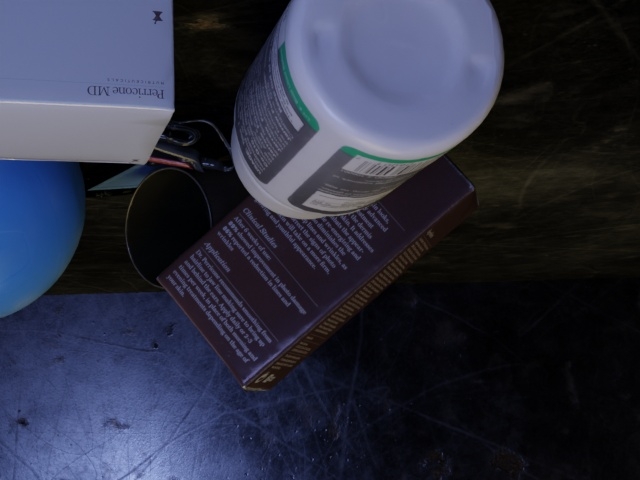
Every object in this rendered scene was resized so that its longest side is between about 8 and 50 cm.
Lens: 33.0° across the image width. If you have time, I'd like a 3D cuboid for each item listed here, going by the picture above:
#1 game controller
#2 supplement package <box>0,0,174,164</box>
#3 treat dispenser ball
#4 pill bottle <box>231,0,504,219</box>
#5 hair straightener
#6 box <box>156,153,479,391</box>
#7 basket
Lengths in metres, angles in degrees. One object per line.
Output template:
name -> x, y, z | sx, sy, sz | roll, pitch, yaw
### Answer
game controller -> -0.266, -0.107, 1.595 | 0.166, 0.067, 0.319 | 4, 168, -35
supplement package -> -0.284, -0.167, 1.032 | 0.261, 0.145, 0.204 | 0, 170, -17
treat dispenser ball -> -0.422, -0.046, 1.270 | 0.288, 0.288, 0.288 | -3, 170, 0
pill bottle -> 0.024, -0.140, 1.100 | 0.204, 0.204, 0.361 | 0, 170, -16
hair straightener -> -0.220, -0.134, 1.391 | 0.230, 0.047, 0.089 | 15, 132, 1
box -> 0.000, 0.000, 1.398 | 0.381, 0.191, 0.143 | -41, 166, 4
basket -> -0.141, -0.043, 1.580 | 0.226, 0.154, 0.204 | -21, 159, -47
